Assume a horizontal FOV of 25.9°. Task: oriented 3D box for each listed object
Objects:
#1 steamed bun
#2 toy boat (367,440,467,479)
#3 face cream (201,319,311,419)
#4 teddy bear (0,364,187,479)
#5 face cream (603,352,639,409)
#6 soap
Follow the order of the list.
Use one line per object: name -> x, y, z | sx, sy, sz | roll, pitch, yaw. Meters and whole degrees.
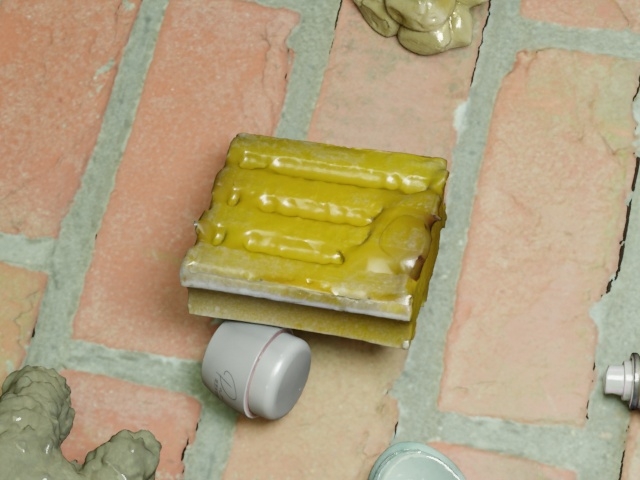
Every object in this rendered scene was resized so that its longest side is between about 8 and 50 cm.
steamed bun -> 0.145, -0.343, 1.845 | 0.177, 0.106, 0.192 | -36, 71, -8
toy boat -> 0.124, 0.332, 1.602 | 0.134, 0.079, 0.207 | -24, 79, 3
face cream -> -0.076, 0.151, 1.659 | 0.104, 0.117, 0.117 | 20, 71, 20
teddy bear -> -0.285, 0.359, 1.574 | 0.367, 0.224, 0.357 | 32, 72, 0
face cream -> 0.448, 0.170, 1.628 | 0.229, 0.075, 0.075 | 4, 68, 7
soap -> 0.000, 0.000, 1.671 | 0.281, 0.143, 0.259 | 11, 46, 9
